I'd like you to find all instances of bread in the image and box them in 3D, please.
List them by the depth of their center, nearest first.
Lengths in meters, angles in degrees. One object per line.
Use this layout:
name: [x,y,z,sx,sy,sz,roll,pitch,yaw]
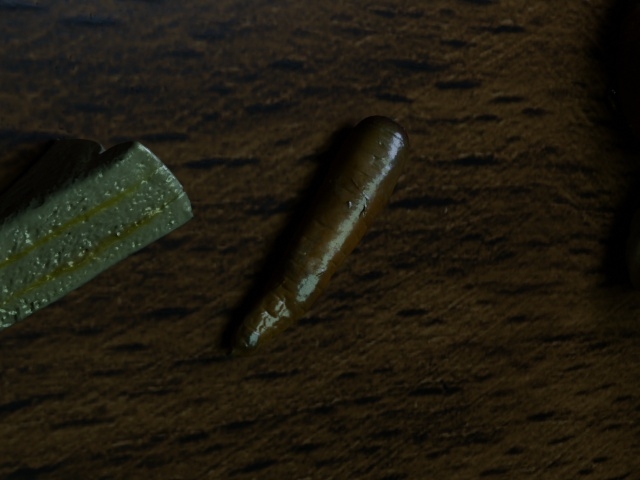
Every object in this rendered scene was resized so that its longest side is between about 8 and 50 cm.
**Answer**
bread: [-0.178,0.002,1.322,0.152,0.105,0.077,-52,129,-27]

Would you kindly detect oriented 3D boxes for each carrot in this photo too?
carrot: [0.000,0.000,1.574,0.248,0.059,0.059,-57,137,-17]

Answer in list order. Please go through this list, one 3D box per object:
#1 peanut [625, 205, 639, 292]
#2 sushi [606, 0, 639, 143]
peanut: [0.433,-0.032,2.010,0.325,0.140,0.153,-36,137,-42]
sushi: [0.384,-0.171,1.857,0.167,0.179,0.296,-9,100,-23]
